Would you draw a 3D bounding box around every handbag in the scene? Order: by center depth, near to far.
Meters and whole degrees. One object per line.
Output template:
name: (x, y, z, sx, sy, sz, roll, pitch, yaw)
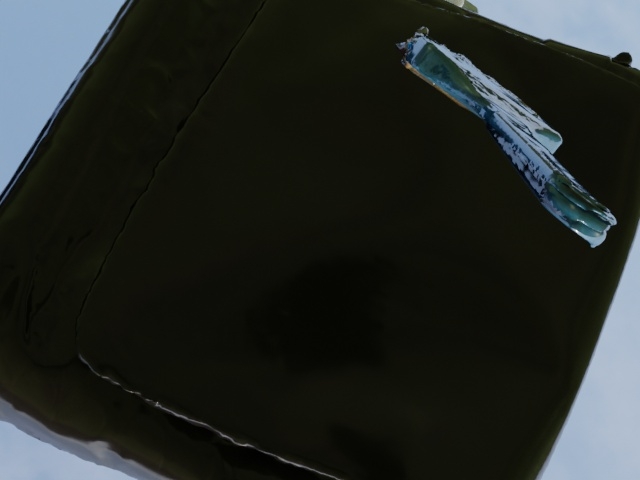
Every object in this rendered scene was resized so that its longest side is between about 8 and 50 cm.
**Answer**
handbag: (0.000, 0.000, 0.618, 0.223, 0.080, 0.246, 23, -121, 6)

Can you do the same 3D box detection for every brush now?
brush: (0.051, -0.028, 0.427, 0.051, 0.014, 0.164, 33, -169, -13)

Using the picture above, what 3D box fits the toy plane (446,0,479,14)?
toy plane: (0.044, -0.126, 0.961, 0.101, 0.251, 0.255, 34, -151, -8)
